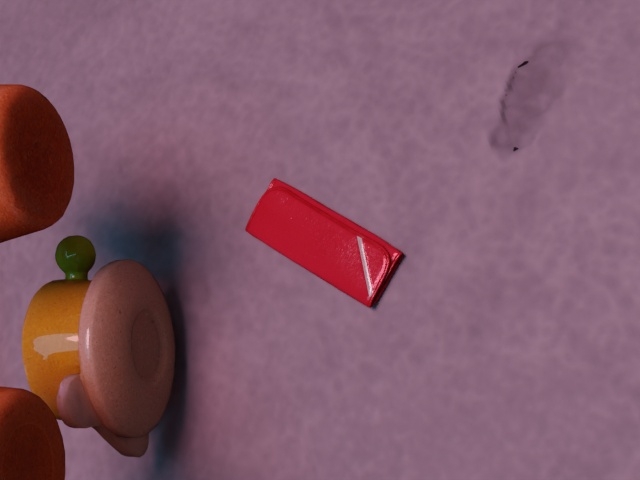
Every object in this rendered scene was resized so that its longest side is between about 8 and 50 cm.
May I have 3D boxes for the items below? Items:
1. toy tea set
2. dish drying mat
[{"bbox_3d":[-0.153,0.099,0.431,0.124,0.200,0.336,-7,76,17],"label":"toy tea set"},{"bbox_3d":[0.000,0.000,0.484,0.083,0.008,0.032,31,94,28],"label":"dish drying mat"}]
